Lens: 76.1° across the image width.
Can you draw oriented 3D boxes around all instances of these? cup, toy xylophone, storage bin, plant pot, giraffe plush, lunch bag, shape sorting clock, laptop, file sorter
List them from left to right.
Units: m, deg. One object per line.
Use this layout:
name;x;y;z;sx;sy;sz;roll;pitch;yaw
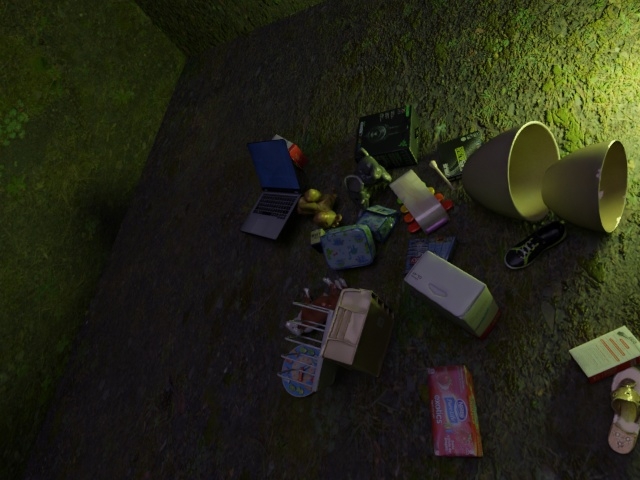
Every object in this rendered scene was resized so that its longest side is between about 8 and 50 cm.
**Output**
laptop;-0.290;-0.250;2.005;0.382;0.236;0.408;13;70;53
shape sorting clock;-0.072;0.517;1.634;0.206;0.040;0.206;-14;58;24
file sorter;-0.029;0.379;1.505;0.173;0.193;0.278;10;83;22
giraffe plush;0.011;-0.125;1.882;0.210;0.181;0.170;-10;65;-13
lunch bag;0.117;0.029;1.711;0.219;0.090;0.176;-12;104;28
storage bin;0.145;0.330;1.461;0.123;0.262;0.260;8;69;33
lunch bag;0.246;-0.085;1.742;0.129;0.096;0.151;23;62;41
toy xylophone;0.424;-0.186;1.690;0.236;0.081;0.323;-29;53;15
cup;0.655;-0.234;1.459;0.237;0.331;0.331;5;66;56
plant pot;0.841;-0.174;1.324;0.191;0.284;0.284;9;69;50

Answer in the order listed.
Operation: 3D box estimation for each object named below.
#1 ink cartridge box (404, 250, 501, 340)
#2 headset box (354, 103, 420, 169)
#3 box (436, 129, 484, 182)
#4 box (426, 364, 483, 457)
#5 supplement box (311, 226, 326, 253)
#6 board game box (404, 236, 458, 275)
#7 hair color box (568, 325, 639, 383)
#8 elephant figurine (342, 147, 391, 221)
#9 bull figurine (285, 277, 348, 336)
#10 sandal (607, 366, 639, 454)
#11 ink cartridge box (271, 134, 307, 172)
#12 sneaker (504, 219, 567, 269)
ink cartridge box;0.438;0.186;1.332;0.226;0.306;0.131;35;86;39
headset box;0.318;-0.461;1.875;0.283;0.131;0.246;-4;63;29
box;0.593;-0.349;1.701;0.184;0.045;0.191;-15;57;22
box;0.416;0.530;1.271;0.122;0.128;0.257;-13;58;25
supplement box;0.000;0.000;1.846;0.056;0.083;0.083;-15;57;23
board game box;0.415;0.085;1.561;0.194;0.060;0.194;-2;63;31
hair color box;0.823;0.328;1.172;0.167;0.053;0.093;-32;39;15
elephant figurine;0.179;-0.241;1.808;0.239;0.169;0.186;-45;37;20
bull figurine;-0.008;0.273;1.689;0.310;0.101;0.188;-25;53;18
sandal;0.827;0.448;1.097;0.088;0.079;0.240;11;71;35
ink cartridge box;-0.159;-0.459;2.163;0.078;0.134;0.231;-51;51;-3
sneaker;0.725;0.005;1.391;0.234;0.097;0.084;-38;51;8
